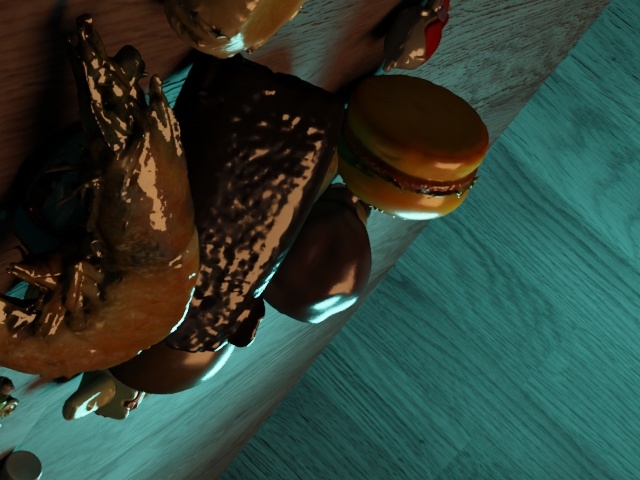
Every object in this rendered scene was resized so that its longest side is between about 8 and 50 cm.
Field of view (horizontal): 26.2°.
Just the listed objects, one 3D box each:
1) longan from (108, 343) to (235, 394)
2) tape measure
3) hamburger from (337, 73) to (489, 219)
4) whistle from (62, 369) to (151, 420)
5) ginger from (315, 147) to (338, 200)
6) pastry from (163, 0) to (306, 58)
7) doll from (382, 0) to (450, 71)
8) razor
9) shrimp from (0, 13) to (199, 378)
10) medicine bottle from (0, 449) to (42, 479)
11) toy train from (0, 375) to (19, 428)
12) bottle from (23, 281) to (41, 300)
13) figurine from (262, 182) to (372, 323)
[{"bbox_3d":[-0.198,0.109,1.836,0.212,0.198,0.198,-43,170,-2],"label":"longan"},{"bbox_3d":[-0.231,-0.050,1.356,0.146,0.081,0.125,-31,159,-46],"label":"tape measure"},{"bbox_3d":[0.125,-0.133,2.086,0.246,0.246,0.170,-35,152,-51],"label":"hamburger"},{"bbox_3d":[-0.300,0.207,2.056,0.253,0.106,0.101,-29,119,-59],"label":"whistle"},{"bbox_3d":[-0.083,-0.061,1.804,0.270,0.123,0.219,-47,174,-29],"label":"ginger"},{"bbox_3d":[-0.069,-0.240,1.265,0.166,0.088,0.166,-44,171,-9],"label":"pastry"},{"bbox_3d":[0.140,-0.298,1.967,0.227,0.075,0.102,-51,161,-43],"label":"doll"},{"bbox_3d":[-0.106,-0.036,1.499,0.326,0.189,0.107,-67,-151,15],"label":"razor"},{"bbox_3d":[-0.240,-0.021,1.252,0.272,0.085,0.445,-8,139,-17],"label":"shrimp"},{"bbox_3d":[-0.464,0.366,2.099,0.058,0.058,0.091,-37,166,-46],"label":"medicine bottle"},{"bbox_3d":[-0.446,0.243,1.690,0.202,0.060,0.081,-50,163,21],"label":"toy train"},{"bbox_3d":[-0.258,0.013,1.500,0.083,0.083,0.269,-32,155,-56],"label":"bottle"},{"bbox_3d":[-0.009,-0.018,2.309,0.218,0.206,0.365,-27,-157,19],"label":"figurine"}]
